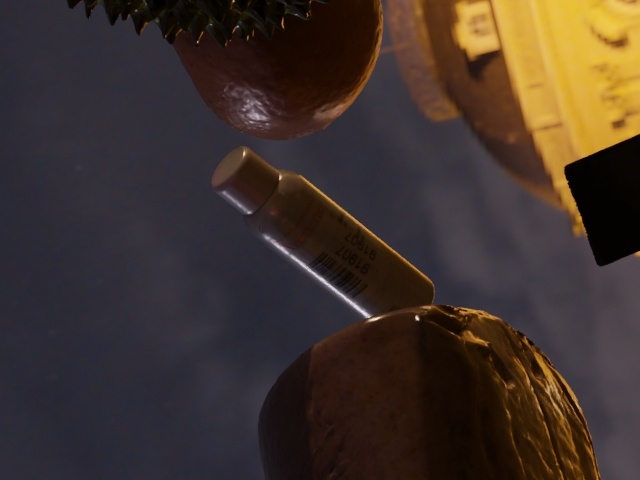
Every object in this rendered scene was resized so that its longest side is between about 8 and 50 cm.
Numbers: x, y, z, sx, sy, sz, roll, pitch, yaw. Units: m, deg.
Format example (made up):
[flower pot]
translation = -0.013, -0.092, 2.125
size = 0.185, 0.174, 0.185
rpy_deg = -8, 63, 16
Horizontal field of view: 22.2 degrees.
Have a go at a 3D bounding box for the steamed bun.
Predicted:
[steamed bun]
translation = 0.070, 0.187, 1.045
size = 0.301, 0.199, 0.251
rpy_deg = 36, -144, -57

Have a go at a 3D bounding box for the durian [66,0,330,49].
[durian]
translation = -0.113, -0.247, 1.161
size = 0.352, 0.158, 0.169
rpy_deg = 21, -124, -27

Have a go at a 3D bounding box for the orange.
[orange]
translation = -0.068, -0.284, 1.900
size = 0.274, 0.274, 0.310
rpy_deg = 4, -124, -61

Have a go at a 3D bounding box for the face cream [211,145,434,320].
[face cream]
translation = 0.000, 0.000, 1.686
size = 0.269, 0.082, 0.082
rpy_deg = 37, -135, -25

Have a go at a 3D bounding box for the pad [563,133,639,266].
[pad]
translation = 0.345, -0.059, 1.621
size = 0.004, 0.193, 0.116
rpy_deg = 26, -135, -61
